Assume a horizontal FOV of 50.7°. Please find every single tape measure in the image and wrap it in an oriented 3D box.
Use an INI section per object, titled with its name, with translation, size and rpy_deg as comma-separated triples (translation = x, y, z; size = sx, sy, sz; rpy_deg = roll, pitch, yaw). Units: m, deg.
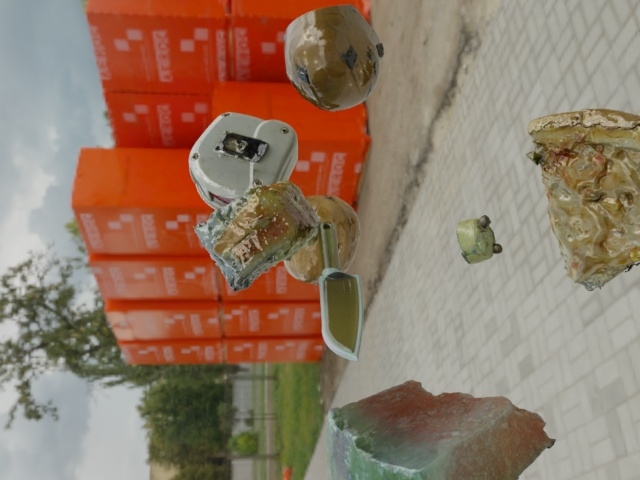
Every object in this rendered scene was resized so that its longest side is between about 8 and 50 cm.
[tape measure]
translation = -0.181, -0.179, 1.631
size = 0.130, 0.265, 0.258
rpy_deg = 92, -164, -62

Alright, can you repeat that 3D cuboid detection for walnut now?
[walnut]
translation = 0.000, 0.000, 1.634
size = 0.195, 0.195, 0.221
rpy_deg = -122, 39, -79

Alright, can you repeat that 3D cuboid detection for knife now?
[knife]
translation = 0.028, 0.059, 0.988
size = 0.343, 0.061, 0.027
rpy_deg = -93, -3, -58

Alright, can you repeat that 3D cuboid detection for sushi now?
[sushi]
translation = -0.105, -0.013, 1.157
size = 0.139, 0.184, 0.274
rpy_deg = 56, -167, 5

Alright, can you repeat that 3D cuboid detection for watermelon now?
[watermelon]
translation = 0.130, 0.301, 0.955
size = 0.151, 0.302, 0.264
rpy_deg = 56, 158, -14

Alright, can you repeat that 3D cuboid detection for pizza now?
[pizza]
translation = 0.598, -0.128, 1.404
size = 0.392, 0.080, 0.435
rpy_deg = 51, 130, 6

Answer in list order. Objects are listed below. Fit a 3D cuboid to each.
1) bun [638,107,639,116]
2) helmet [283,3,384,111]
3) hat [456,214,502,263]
[bun]
translation = 0.974, -0.301, 1.859
size = 0.287, 0.146, 0.287
rpy_deg = -2, -90, -82
[helmet]
translation = 0.024, -0.332, 1.304
size = 0.130, 0.198, 0.224
rpy_deg = -86, -23, -43
[hat]
translation = 0.274, -0.002, 1.158
size = 0.059, 0.076, 0.077
rpy_deg = -17, 84, 41
